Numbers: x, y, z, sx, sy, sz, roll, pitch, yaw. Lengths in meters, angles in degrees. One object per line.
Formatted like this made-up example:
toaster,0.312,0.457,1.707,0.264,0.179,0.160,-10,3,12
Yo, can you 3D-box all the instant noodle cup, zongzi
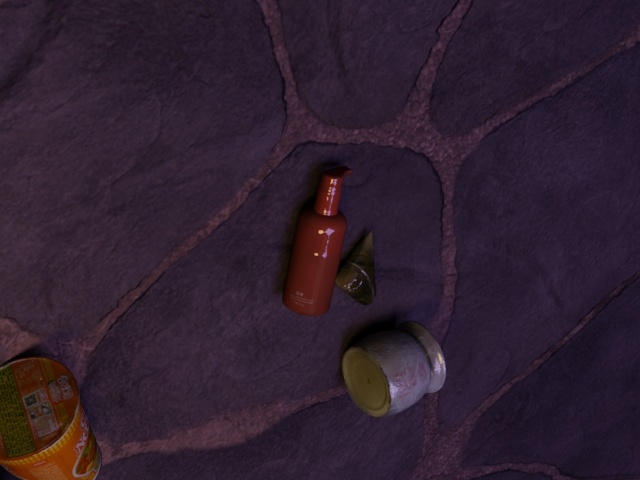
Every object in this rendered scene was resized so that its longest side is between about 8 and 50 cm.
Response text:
instant noodle cup,-0.395,0.282,1.670,0.168,0.168,0.185,-36,144,-16
zongzi,0.079,0.047,2.003,0.113,0.052,0.104,-61,148,-8

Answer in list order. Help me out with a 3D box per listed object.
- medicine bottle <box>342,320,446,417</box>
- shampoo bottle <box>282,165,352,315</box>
medicine bottle,0.133,0.230,2.106,0.143,0.147,0.147,-22,132,-34
shampoo bottle,-0.001,0.001,1.864,0.085,0.085,0.244,-8,123,-39
